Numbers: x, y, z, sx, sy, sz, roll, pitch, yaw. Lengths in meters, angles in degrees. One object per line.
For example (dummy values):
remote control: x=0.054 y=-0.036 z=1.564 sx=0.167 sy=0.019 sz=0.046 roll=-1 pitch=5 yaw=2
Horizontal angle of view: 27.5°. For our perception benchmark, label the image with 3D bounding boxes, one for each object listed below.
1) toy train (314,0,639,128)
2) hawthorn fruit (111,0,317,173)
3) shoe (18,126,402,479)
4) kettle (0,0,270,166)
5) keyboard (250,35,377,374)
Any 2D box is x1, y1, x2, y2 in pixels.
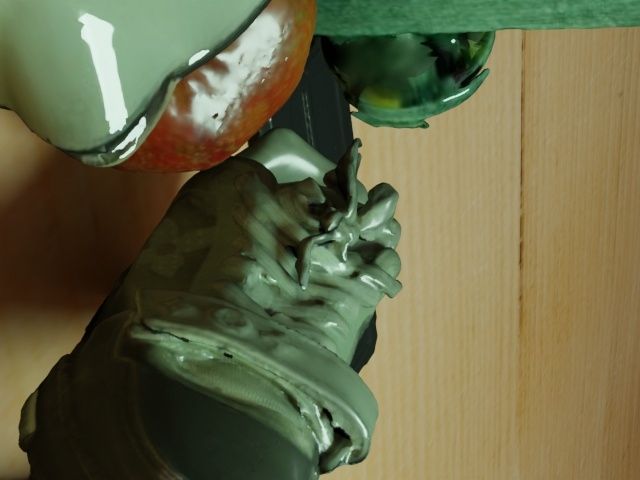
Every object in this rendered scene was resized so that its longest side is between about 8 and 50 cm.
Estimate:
toy train: x=0.144 y=-0.194 z=0.621 sx=0.160 sy=0.397 sz=0.253 roll=65 pitch=31 yaw=-55
hawthorn fruit: x=-0.061 y=-0.085 z=0.535 sx=0.128 sy=0.128 sz=0.128 roll=-39 pitch=135 yaw=-54
shoe: x=-0.025 y=0.024 z=0.517 sx=0.149 sy=0.109 sz=0.293 roll=-53 pitch=-167 yaw=8
kettle: x=-0.099 y=-0.185 z=0.376 sx=0.255 sy=0.165 sz=0.240 roll=67 pitch=13 yaw=-52
keyboard: x=-0.001 y=0.000 z=0.822 sx=0.106 sy=0.016 sz=0.262 roll=-53 pitch=145 yaw=-43
